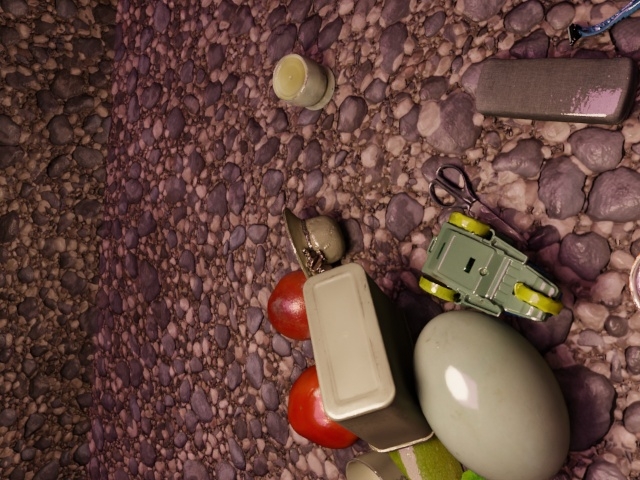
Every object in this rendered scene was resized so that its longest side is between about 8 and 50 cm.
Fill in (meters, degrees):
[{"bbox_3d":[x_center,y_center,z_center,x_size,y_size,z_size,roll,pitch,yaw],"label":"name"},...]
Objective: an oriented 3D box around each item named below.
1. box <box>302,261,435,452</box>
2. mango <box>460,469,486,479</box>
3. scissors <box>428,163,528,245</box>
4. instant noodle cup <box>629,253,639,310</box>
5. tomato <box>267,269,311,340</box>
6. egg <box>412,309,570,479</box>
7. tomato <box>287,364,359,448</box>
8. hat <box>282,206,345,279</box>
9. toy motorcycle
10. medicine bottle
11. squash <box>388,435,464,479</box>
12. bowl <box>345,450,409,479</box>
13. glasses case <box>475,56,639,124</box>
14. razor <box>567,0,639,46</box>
[{"bbox_3d":[0.115,0.274,1.266,0.177,0.344,0.352,-20,55,13],"label":"box"},{"bbox_3d":[0.360,0.611,1.244,0.100,0.119,0.179,4,94,59],"label":"mango"},{"bbox_3d":[0.379,-0.077,1.308,0.300,0.022,0.109,43,121,33],"label":"scissors"},{"bbox_3d":[0.649,0.070,0.949,0.213,0.174,0.213,-1,89,44],"label":"instant noodle cup"},{"bbox_3d":[-0.084,0.208,1.675,0.199,0.112,0.228,19,105,40],"label":"tomato"},{"bbox_3d":[0.352,0.326,1.146,0.276,0.276,0.389,-40,80,35],"label":"egg"},{"bbox_3d":[0.015,0.458,1.529,0.259,0.180,0.260,-5,83,46],"label":"tomato"},{"bbox_3d":[0.000,0.000,1.565,0.130,0.257,0.257,-22,72,8],"label":"hat"},{"bbox_3d":[0.393,0.083,1.183,0.326,0.199,0.191,32,101,46],"label":"toy motorcycle"},{"bbox_3d":[-0.048,-0.471,1.628,0.147,0.143,0.147,1,92,38],"label":"medicine bottle"},{"bbox_3d":[0.230,0.543,1.377,0.203,0.111,0.289,-31,70,40],"label":"squash"},{"bbox_3d":[0.171,0.629,1.402,0.211,0.112,0.212,36,138,41],"label":"bowl"},{"bbox_3d":[0.493,-0.323,1.170,0.323,0.074,0.131,17,101,42],"label":"glasses case"},{"bbox_3d":[0.618,-0.474,1.083,0.253,0.042,0.082,-31,28,37],"label":"razor"}]
